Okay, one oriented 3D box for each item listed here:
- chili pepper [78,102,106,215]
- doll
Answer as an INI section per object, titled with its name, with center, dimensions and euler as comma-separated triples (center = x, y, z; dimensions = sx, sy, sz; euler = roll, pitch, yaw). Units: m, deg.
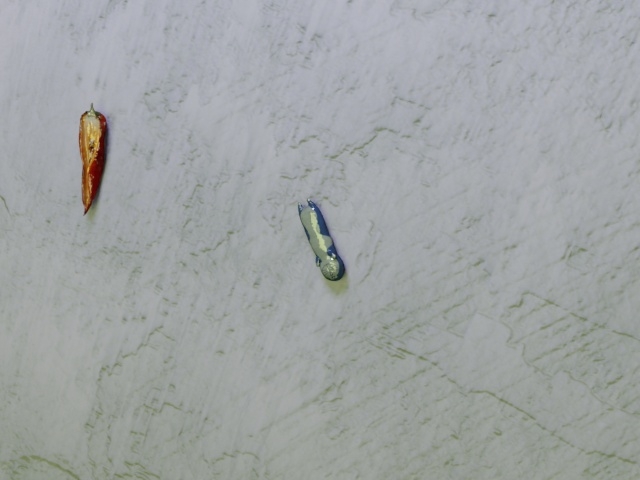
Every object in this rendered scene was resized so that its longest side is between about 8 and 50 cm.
[chili pepper]
center = -0.350, -0.124, 1.413
dimensions = 0.045, 0.027, 0.178
euler = 11, 104, 22
[doll]
center = 0.000, 0.000, 1.312
dimensions = 0.037, 0.027, 0.125
euler = -23, 92, 29
